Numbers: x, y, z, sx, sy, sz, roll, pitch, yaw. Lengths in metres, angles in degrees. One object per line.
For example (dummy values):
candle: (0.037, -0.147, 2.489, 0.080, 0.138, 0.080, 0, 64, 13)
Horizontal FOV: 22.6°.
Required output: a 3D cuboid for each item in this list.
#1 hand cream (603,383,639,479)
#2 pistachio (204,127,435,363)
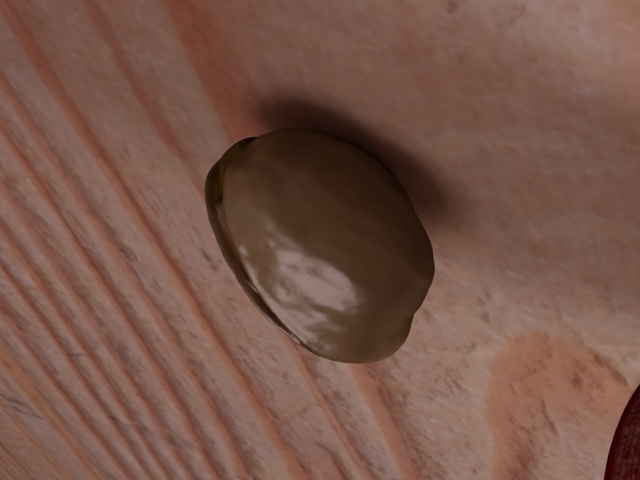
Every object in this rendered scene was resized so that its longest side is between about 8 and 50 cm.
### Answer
hand cream: (0.260, 0.136, 0.774, 0.230, 0.230, 0.149, 35, 152, -15)
pistachio: (0.000, 0.000, 0.917, 0.149, 0.113, 0.113, 37, 154, -8)
